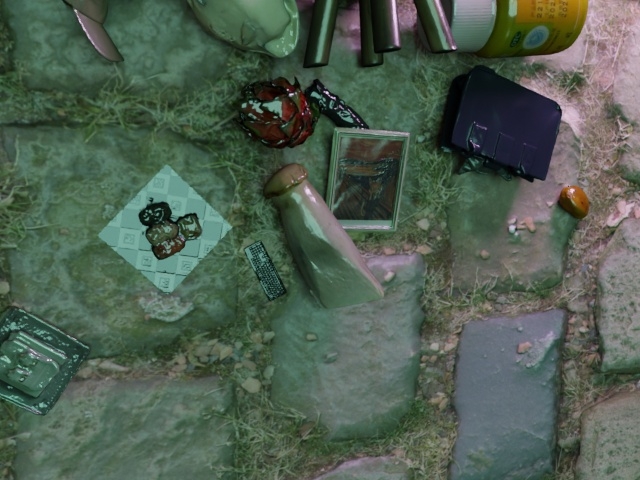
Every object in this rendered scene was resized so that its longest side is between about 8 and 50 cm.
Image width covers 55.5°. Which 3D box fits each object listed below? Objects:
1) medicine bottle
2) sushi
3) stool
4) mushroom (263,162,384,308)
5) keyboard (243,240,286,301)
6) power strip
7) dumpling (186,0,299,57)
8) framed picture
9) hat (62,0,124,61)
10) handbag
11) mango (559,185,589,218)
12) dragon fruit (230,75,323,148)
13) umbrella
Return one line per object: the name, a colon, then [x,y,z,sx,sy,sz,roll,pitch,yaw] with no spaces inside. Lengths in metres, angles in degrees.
medicine bottle: [0.457,-0.579,1.547,0.384,0.224,0.224,-8,99,-18]
sushi: [-0.358,-0.021,1.430,0.219,0.047,0.231,45,82,-18]
stool: [0.131,-0.520,1.368,0.310,0.310,0.226,-18,105,-44]
mushroom: [-0.006,0.006,1.509,0.154,0.137,0.407,-29,102,18]
keyboard: [-0.139,0.077,1.536,0.053,0.010,0.155,-29,105,-12]
power strip: [-0.655,0.275,1.356,0.213,0.064,0.198,33,87,-20]
dumpling: [-0.171,-0.564,1.358,0.318,0.187,0.243,28,84,-39]
framed picture: [0.119,-0.149,1.566,0.216,0.016,0.273,0,108,-18]
hat: [-0.460,-0.481,1.286,0.173,0.166,0.144,34,96,-28]
handbag: [0.481,-0.290,1.649,0.325,0.118,0.269,18,84,-19]
mango: [0.749,-0.110,1.789,0.080,0.060,0.114,-47,107,-25]
dragon fruit: [-0.103,-0.298,1.419,0.188,0.182,0.182,42,83,-14]
umbrella: [0.058,-0.309,1.535,0.235,0.059,0.066,37,105,-21]
